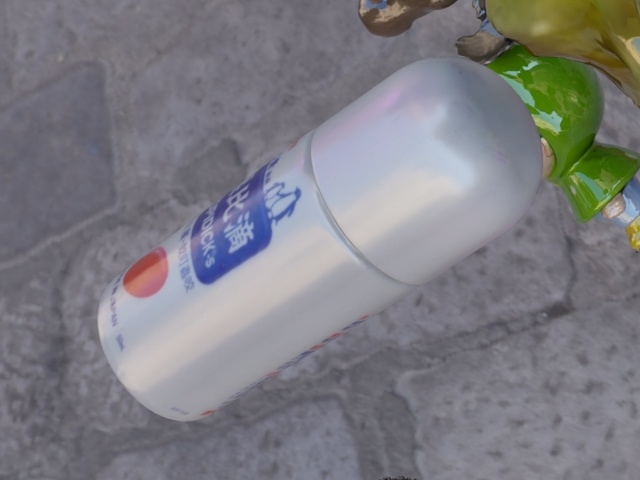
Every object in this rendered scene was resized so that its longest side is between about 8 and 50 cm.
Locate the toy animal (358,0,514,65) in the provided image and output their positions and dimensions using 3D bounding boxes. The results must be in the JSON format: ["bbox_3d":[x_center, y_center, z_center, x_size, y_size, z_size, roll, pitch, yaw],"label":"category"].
[{"bbox_3d":[0.122,-0.244,1.116,0.214,0.094,0.186,-24,44,42],"label":"toy animal"}]

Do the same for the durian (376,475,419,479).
[{"bbox_3d":[0.075,0.271,1.148,0.080,0.091,0.080,2,57,-2],"label":"durian"}]

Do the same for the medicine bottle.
[{"bbox_3d":[0.000,0.000,0.805,0.341,0.130,0.130,-33,57,30],"label":"medicine bottle"}]

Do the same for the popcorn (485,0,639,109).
[{"bbox_3d":[0.183,-0.183,0.446,0.293,0.334,0.292,-2,68,-3],"label":"popcorn"}]

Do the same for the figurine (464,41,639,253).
[{"bbox_3d":[0.237,-0.103,1.155,0.263,0.162,0.143,43,113,-2],"label":"figurine"}]
